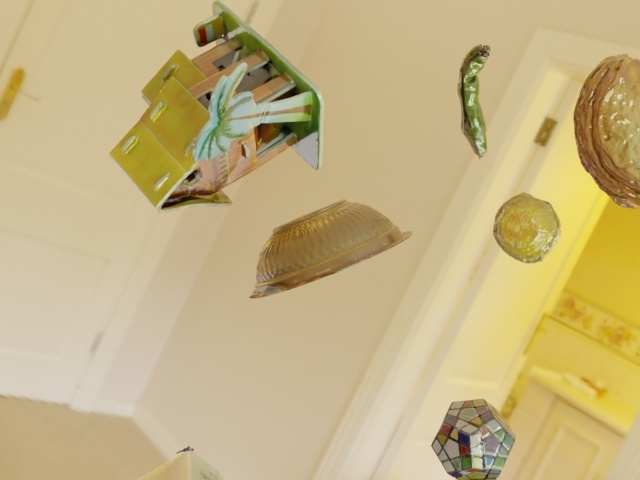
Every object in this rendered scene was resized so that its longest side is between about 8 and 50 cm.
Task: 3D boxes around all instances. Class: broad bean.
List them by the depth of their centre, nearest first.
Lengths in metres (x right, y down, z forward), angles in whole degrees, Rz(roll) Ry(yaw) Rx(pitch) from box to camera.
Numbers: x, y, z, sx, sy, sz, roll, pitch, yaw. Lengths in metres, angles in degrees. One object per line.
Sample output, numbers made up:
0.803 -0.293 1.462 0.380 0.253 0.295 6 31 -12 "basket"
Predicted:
0.252 -0.234 1.495 0.046 0.195 0.061 -14 30 -23 "broad bean"

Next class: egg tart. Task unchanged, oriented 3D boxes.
0.292 -0.018 1.296 0.105 0.105 0.039 28 12 30 "egg tart"

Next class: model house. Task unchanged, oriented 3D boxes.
-0.202 -0.230 1.474 0.300 0.324 0.340 45 -24 25 "model house"

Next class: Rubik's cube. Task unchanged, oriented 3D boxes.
0.196 0.257 1.149 0.093 0.111 0.111 0 22 -44 "Rubik's cube"

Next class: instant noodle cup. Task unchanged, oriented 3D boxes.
0.000 0.000 1.384 0.274 0.274 0.090 -61 128 -86 "instant noodle cup"

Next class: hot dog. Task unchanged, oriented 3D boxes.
0.494 -0.173 1.481 0.175 0.258 0.114 -1 -16 -43 "hot dog"

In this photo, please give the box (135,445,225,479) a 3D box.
-0.221 0.347 0.972 0.079 0.269 0.135 54 11 -31 "box"
